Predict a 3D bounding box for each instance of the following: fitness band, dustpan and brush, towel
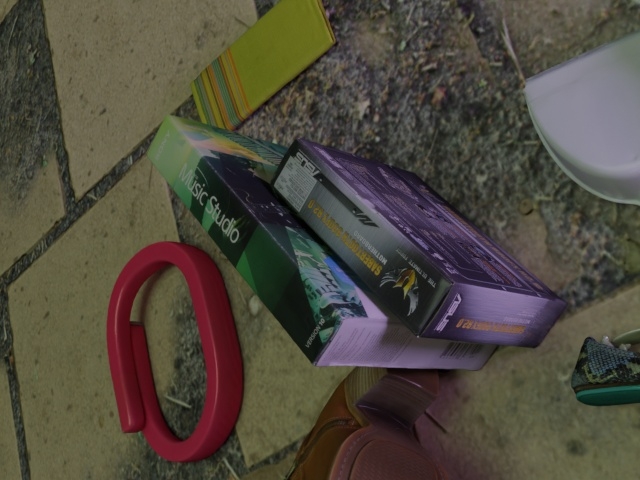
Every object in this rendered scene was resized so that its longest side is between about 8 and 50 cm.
[{"bbox_3d":[-0.192,0.143,1.118,0.209,0.054,0.291,-33,62,32],"label":"fitness band"},{"bbox_3d":[0.267,-0.063,0.715,0.147,0.060,0.211,-22,61,26],"label":"dustpan and brush"},{"bbox_3d":[-0.077,-0.222,1.093,0.237,0.021,0.102,-33,67,34],"label":"towel"}]

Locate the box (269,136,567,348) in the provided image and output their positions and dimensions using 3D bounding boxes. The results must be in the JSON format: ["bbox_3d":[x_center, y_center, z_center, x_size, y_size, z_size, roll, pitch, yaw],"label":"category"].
[{"bbox_3d":[0.086,0.002,0.780,0.231,0.183,0.056,46,113,38],"label":"box"}]

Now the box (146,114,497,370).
[{"bbox_3d":[0.000,0.000,0.828,0.322,0.232,0.058,45,114,38],"label":"box"}]

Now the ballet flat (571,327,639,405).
[{"bbox_3d":[0.283,0.094,0.661,0.188,0.070,0.070,-6,78,40],"label":"ballet flat"}]

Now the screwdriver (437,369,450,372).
[{"bbox_3d":[0.068,0.106,0.889,0.169,0.025,0.024,13,92,44],"label":"screwdriver"}]

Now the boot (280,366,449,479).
[{"bbox_3d":[0.014,0.238,0.784,0.220,0.109,0.283,-56,14,33],"label":"boot"}]
